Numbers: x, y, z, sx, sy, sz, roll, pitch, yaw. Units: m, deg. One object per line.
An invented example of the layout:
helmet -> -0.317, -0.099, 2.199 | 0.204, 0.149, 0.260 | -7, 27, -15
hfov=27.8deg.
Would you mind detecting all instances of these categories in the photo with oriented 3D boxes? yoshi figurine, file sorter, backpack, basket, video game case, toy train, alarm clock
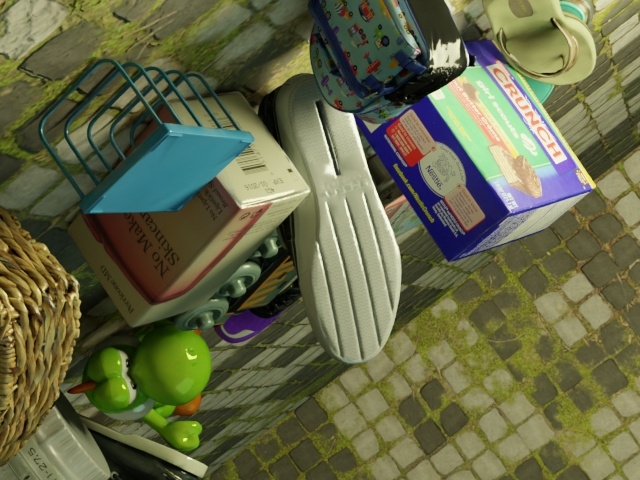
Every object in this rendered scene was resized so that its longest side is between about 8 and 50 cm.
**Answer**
yoshi figurine -> -0.220, 0.188, 1.861 | 0.203, 0.203, 0.362 | -50, 175, 2
file sorter -> -0.169, -0.102, 1.254 | 0.118, 0.104, 0.170 | -40, 166, 20
backpack -> 0.052, -0.207, 1.368 | 0.117, 0.158, 0.173 | -10, 164, -45
basket -> -0.383, 0.123, 1.165 | 0.299, 0.213, 0.223 | -54, 162, 23
video game case -> 0.161, -0.057, 2.416 | 0.285, 0.025, 0.204 | -26, 163, -37
toy train -> -0.087, 0.004, 1.690 | 0.190, 0.142, 0.334 | -5, 150, -40
alarm clock -> 0.110, -0.107, 2.044 | 0.129, 0.064, 0.192 | -29, 162, -27

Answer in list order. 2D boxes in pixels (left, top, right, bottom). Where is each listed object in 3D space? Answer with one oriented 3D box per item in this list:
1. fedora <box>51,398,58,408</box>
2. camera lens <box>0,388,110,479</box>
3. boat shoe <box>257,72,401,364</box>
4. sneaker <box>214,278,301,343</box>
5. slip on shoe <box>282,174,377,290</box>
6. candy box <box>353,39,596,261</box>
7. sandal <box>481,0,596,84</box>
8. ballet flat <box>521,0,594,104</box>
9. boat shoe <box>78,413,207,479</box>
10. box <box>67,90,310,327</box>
fedora -> -0.402, 0.160, 1.473 | 0.334, 0.152, 0.334 | -34, 167, -9
camera lens -> -0.451, 0.316, 1.742 | 0.274, 0.219, 0.219 | -34, 167, -7
boat shoe -> 0.006, -0.025, 1.499 | 0.121, 0.335, 0.119 | -10, -177, -25
sneaker -> -0.065, 0.055, 1.967 | 0.293, 0.102, 0.146 | -47, -168, 14
slip on shoe -> -0.059, -0.007, 1.864 | 0.331, 0.123, 0.101 | -35, -166, 14
candy box -> 0.208, -0.130, 1.748 | 0.122, 0.268, 0.317 | -39, 168, 29
sandal -> 0.291, -0.265, 1.740 | 0.120, 0.086, 0.303 | -19, 159, 22
ballet flat -> 0.326, -0.278, 1.913 | 0.280, 0.095, 0.096 | -55, -171, 48
boat shoe -> -0.326, 0.328, 1.900 | 0.113, 0.340, 0.127 | -69, 154, -14
box -> -0.150, -0.034, 1.442 | 0.127, 0.148, 0.232 | -17, 157, -52
